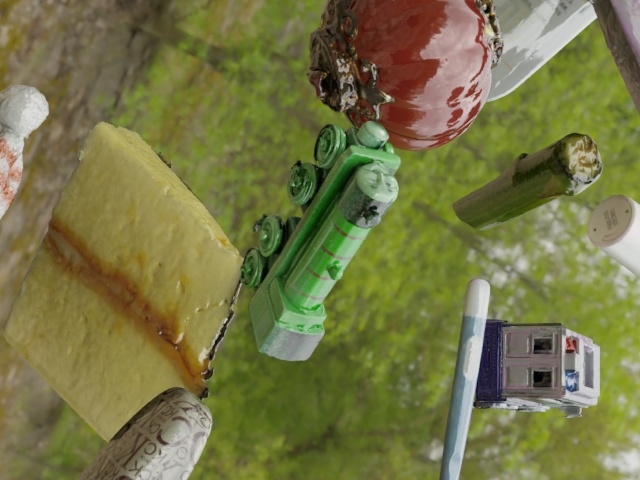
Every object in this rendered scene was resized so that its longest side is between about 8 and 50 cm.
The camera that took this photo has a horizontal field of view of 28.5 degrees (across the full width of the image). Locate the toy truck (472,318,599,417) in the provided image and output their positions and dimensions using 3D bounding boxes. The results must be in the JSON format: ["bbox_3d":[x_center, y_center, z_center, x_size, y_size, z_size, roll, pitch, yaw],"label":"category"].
[{"bbox_3d":[0.318,0.182,1.770,0.268,0.155,0.124,20,70,-61],"label":"toy truck"}]

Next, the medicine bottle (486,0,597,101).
[{"bbox_3d":[0.268,-0.332,1.534,0.324,0.179,0.124,-42,-177,15],"label":"medicine bottle"}]

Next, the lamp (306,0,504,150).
[{"bbox_3d":[0.086,-0.205,1.363,0.227,0.227,0.227,-156,-90,-86],"label":"lamp"}]

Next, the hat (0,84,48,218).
[{"bbox_3d":[-0.318,-0.077,1.192,0.162,0.112,0.093,-53,-176,-14],"label":"hat"}]

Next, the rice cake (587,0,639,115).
[{"bbox_3d":[0.387,-0.183,1.389,0.298,0.106,0.050,68,-23,12],"label":"rice cake"}]

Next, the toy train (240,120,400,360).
[{"bbox_3d":[0.000,0.000,1.203,0.251,0.085,0.119,-57,-145,38],"label":"toy train"}]

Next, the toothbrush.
[{"bbox_3d":[0.101,0.165,0.953,0.025,0.019,0.275,-175,-85,-69],"label":"toothbrush"}]

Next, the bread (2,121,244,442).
[{"bbox_3d":[-0.235,0.079,1.716,0.345,0.405,0.242,-55,164,1],"label":"bread"}]

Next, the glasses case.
[{"bbox_3d":[-0.237,0.303,1.300,0.354,0.085,0.137,-52,-165,-6],"label":"glasses case"}]

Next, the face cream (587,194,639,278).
[{"bbox_3d":[0.591,0.041,2.130,0.102,0.345,0.102,-32,-137,36],"label":"face cream"}]

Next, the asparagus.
[{"bbox_3d":[0.239,-0.060,1.495,0.060,0.067,0.278,-57,-172,-23],"label":"asparagus"}]
